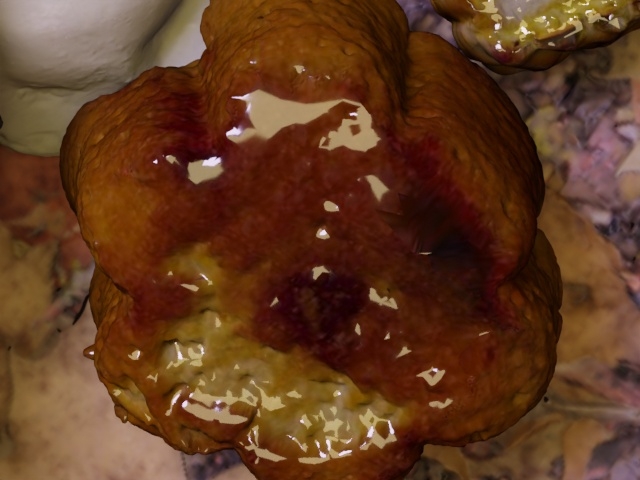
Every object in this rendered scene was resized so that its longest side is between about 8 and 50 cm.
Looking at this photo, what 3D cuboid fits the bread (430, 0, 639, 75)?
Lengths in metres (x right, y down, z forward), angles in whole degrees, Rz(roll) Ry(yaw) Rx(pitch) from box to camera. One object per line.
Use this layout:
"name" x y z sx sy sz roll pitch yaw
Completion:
"bread" 0.108 -0.199 0.816 0.181 0.096 0.222 -28 90 0

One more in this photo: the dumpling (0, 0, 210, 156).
"dumpling" -0.102 -0.153 0.807 0.166 0.126 0.216 -3 89 -16

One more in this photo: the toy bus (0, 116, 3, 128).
"toy bus" -0.294 0.051 0.673 0.203 0.233 0.427 28 54 -6

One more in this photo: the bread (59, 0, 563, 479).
"bread" -0.004 0.012 0.798 0.232 0.135 0.247 -40 106 14
